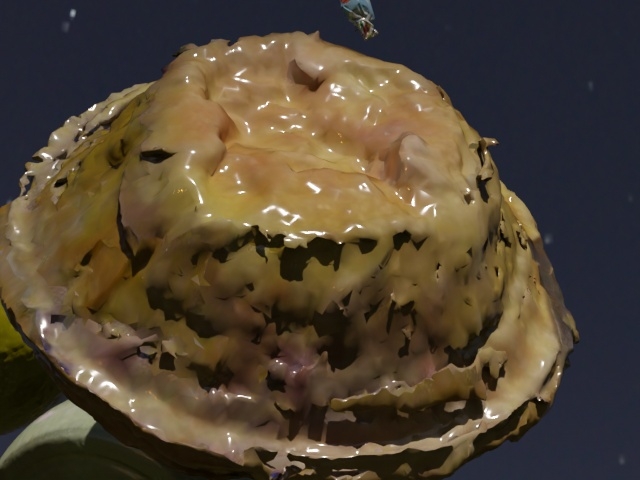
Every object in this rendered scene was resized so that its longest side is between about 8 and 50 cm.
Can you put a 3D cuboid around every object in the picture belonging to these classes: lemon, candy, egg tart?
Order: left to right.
[{"bbox_3d":[-0.323,0.101,1.339,0.184,0.184,0.248,29,-74,-32],"label":"lemon"},{"bbox_3d":[-0.010,-0.013,0.767,0.351,0.352,0.150,8,-53,-7],"label":"egg tart"},{"bbox_3d":[0.025,-0.168,0.942,0.020,0.083,0.030,-33,-45,20],"label":"candy"}]

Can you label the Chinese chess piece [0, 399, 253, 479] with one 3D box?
[{"bbox_3d":[-0.134,0.231,0.984,0.250,0.101,0.250,6,-75,24],"label":"Chinese chess piece"}]
